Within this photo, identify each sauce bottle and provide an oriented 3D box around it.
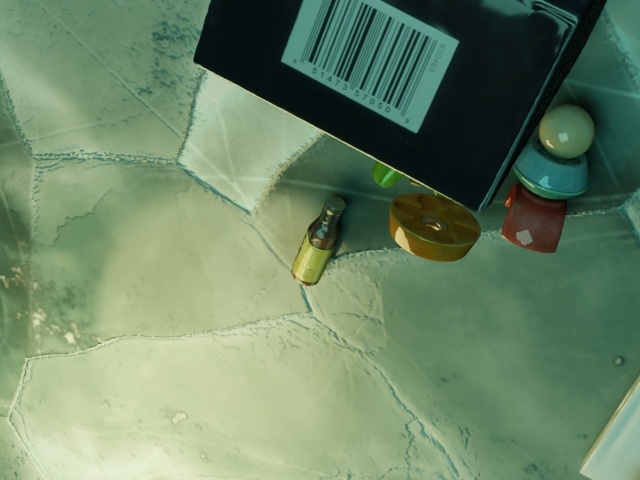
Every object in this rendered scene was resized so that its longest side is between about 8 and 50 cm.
[{"bbox_3d":[0.000,0.000,1.768,0.042,0.042,0.128,29,126,7],"label":"sauce bottle"}]

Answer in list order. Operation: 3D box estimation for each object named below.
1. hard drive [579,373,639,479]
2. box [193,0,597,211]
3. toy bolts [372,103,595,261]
[{"bbox_3d":[0.516,0.280,1.688,0.353,0.047,0.233,29,128,8],"label":"hard drive"},{"bbox_3d":[0.115,-0.256,1.319,0.293,0.395,0.212,28,127,7],"label":"box"},{"bbox_3d":[0.185,-0.085,1.536,0.228,0.218,0.158,14,121,-4],"label":"toy bolts"}]
